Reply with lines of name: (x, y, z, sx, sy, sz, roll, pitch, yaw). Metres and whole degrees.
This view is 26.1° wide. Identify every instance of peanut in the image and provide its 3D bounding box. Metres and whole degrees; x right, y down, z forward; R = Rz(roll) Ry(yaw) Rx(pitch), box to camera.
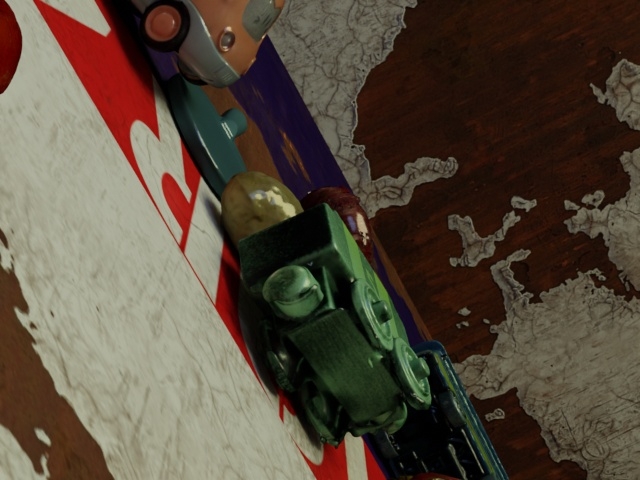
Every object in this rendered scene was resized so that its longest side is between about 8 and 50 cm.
peanut: (-0.046, 0.007, 1.832, 0.274, 0.111, 0.125, 57, 5, -41)

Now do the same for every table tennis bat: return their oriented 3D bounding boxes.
table tennis bat: (-0.147, -0.147, 1.967, 0.215, 0.044, 0.329, 61, 10, -9)

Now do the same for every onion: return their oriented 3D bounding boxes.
onion: (0.000, 0.000, 2.156, 0.184, 0.147, 0.184, 6, -83, 61)

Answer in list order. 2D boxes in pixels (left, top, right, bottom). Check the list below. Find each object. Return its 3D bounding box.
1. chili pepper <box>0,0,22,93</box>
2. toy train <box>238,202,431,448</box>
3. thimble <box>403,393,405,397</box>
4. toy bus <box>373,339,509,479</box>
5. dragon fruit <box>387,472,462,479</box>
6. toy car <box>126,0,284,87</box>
chili pepper: (-0.273, -0.148, 0.950, 0.137, 0.092, 0.368, 43, 3, -7)
toy train: (0.022, 0.106, 1.690, 0.238, 0.166, 0.299, -102, 165, -48)
thimble: (0.051, 0.183, 1.943, 0.150, 0.097, 0.150, 62, 7, -13)
toy bus: (0.182, 0.326, 2.144, 0.312, 0.152, 0.190, 64, 8, 2)
dragon fruit: (0.148, 0.372, 1.925, 0.246, 0.125, 0.125, -158, -110, -71)
toy car: (-0.158, -0.347, 1.811, 0.270, 0.212, 0.180, 52, 4, 15)
